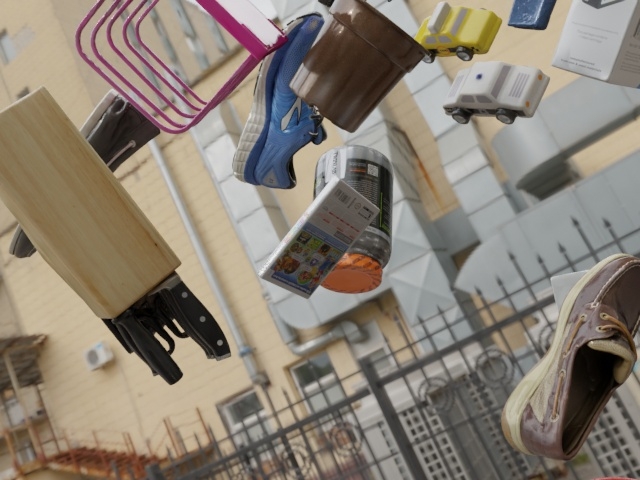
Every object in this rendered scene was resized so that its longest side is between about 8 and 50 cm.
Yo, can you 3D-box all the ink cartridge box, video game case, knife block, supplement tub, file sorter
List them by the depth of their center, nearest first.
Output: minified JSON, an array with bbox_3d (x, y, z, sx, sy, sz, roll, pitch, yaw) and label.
[{"bbox_3d":[-0.199,0.017,0.688,0.088,0.242,0.276,-41,-32,-23],"label":"knife block"},{"bbox_3d":[0.000,0.000,0.705,0.122,0.011,0.087,-51,-36,6],"label":"video game case"},{"bbox_3d":[0.044,-0.029,0.993,0.117,0.190,0.117,4,-30,2],"label":"supplement tub"},{"bbox_3d":[-0.192,-0.288,1.012,0.182,0.202,0.291,-44,11,15],"label":"file sorter"},{"bbox_3d":[0.565,-0.435,1.248,0.223,0.129,0.307,-4,-63,-41],"label":"ink cartridge box"}]

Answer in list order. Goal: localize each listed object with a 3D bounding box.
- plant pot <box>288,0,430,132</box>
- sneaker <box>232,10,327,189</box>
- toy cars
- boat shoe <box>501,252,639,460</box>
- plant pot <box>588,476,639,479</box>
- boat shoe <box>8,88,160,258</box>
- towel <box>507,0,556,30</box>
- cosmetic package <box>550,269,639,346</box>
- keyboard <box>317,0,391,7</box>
[{"bbox_3d":[0.048,-0.262,1.052,0.165,0.167,0.167,-52,-21,14],"label":"plant pot"},{"bbox_3d":[-0.044,-0.242,1.262,0.130,0.147,0.330,-65,-6,-67],"label":"sneaker"},{"bbox_3d":[0.263,-0.335,1.276,0.176,0.394,0.087,-37,-48,20],"label":"toy cars"},{"bbox_3d":[0.391,0.160,0.984,0.342,0.123,0.123,-48,15,-18],"label":"boat shoe"},{"bbox_3d":[0.434,0.448,0.972,0.191,0.174,0.191,2,13,0],"label":"plant pot"},{"bbox_3d":[-0.368,-0.076,1.083,0.335,0.095,0.112,-49,15,22],"label":"boat shoe"},{"bbox_3d":[0.309,-0.354,0.989,0.029,0.119,0.067,10,11,-38],"label":"towel"},{"bbox_3d":[0.619,0.162,1.593,0.151,0.184,0.151,-13,-12,20],"label":"cosmetic package"},{"bbox_3d":[0.107,-0.597,1.578,0.201,0.033,0.317,0,-9,-6],"label":"keyboard"}]
